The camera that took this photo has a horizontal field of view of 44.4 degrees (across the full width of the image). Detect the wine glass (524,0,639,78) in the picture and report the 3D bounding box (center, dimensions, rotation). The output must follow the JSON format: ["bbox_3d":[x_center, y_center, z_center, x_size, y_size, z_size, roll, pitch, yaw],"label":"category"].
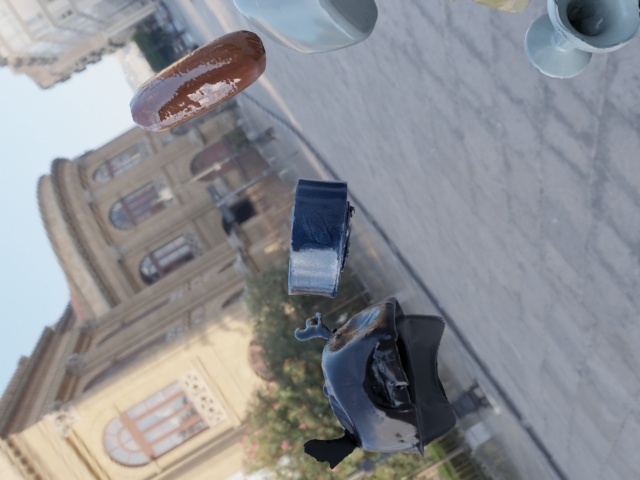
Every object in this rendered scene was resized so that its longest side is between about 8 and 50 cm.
[{"bbox_3d":[0.444,-0.372,1.339,0.165,0.165,0.196,59,175,5],"label":"wine glass"}]

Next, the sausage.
[{"bbox_3d":[-0.155,-0.199,0.986,0.077,0.194,0.077,58,-167,-21],"label":"sausage"}]

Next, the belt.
[{"bbox_3d":[0.000,0.000,1.041,0.190,0.082,0.141,94,-178,-56],"label":"belt"}]

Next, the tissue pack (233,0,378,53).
[{"bbox_3d":[-0.021,-0.498,1.335,0.236,0.333,0.229,6,169,34],"label":"tissue pack"}]

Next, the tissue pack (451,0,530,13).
[{"bbox_3d":[0.134,-0.311,0.761,0.186,0.090,0.222,15,173,10],"label":"tissue pack"}]

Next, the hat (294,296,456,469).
[{"bbox_3d":[0.079,0.220,1.220,0.336,0.209,0.238,18,-118,-65],"label":"hat"}]
